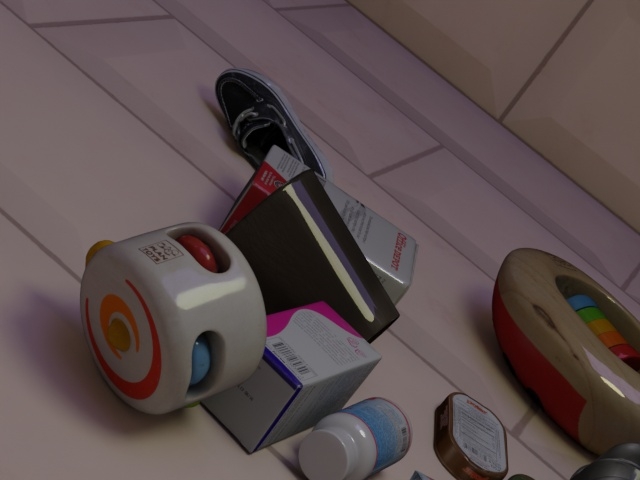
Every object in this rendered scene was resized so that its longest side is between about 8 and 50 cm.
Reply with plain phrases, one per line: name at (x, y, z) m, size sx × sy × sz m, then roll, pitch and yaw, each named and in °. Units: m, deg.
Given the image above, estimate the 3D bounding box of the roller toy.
roller toy at (-0.167, 0.082, 1.467) m, size 0.146 × 0.191 × 0.209 m, roll -18°, pitch 87°, yaw -38°

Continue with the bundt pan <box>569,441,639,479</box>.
bundt pan at (0.465, 0.390, 1.753) m, size 0.330 × 0.124 × 0.331 m, roll 15°, pitch 41°, yaw -14°

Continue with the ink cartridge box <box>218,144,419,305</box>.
ink cartridge box at (0.000, 0.000, 2.013) m, size 0.273 × 0.114 × 0.197 m, roll 33°, pitch 21°, yaw -5°

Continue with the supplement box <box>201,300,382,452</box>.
supplement box at (-0.038, 0.159, 1.636) m, size 0.111 × 0.114 × 0.220 m, roll 43°, pitch 24°, yaw 19°

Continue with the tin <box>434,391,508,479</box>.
tin at (0.210, 0.276, 1.872) m, size 0.106 × 0.040 × 0.190 m, roll 37°, pitch 21°, yaw -10°

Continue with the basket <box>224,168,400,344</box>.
basket at (-0.013, 0.054, 1.813) m, size 0.227 × 0.204 × 0.154 m, roll 49°, pitch 11°, yaw 7°

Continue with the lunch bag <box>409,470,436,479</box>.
lunch bag at (0.140, 0.328, 1.637) m, size 0.071 × 0.053 × 0.083 m, roll 27°, pitch 13°, yaw -26°

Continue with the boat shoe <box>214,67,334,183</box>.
boat shoe at (-0.099, -0.182, 2.266) m, size 0.102 × 0.108 × 0.301 m, roll 4°, pitch 45°, yaw -56°

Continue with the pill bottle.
pill bottle at (0.040, 0.242, 1.616) m, size 0.087 × 0.087 × 0.160 m, roll 43°, pitch 22°, yaw 18°

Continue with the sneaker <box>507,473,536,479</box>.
sneaker at (0.257, 0.361, 1.723) m, size 0.086 × 0.064 × 0.192 m, roll 29°, pitch 25°, yaw -29°

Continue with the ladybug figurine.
ladybug figurine at (0.420, 0.189, 2.187) m, size 0.305 × 0.162 × 0.449 m, roll 15°, pitch 30°, yaw -41°
